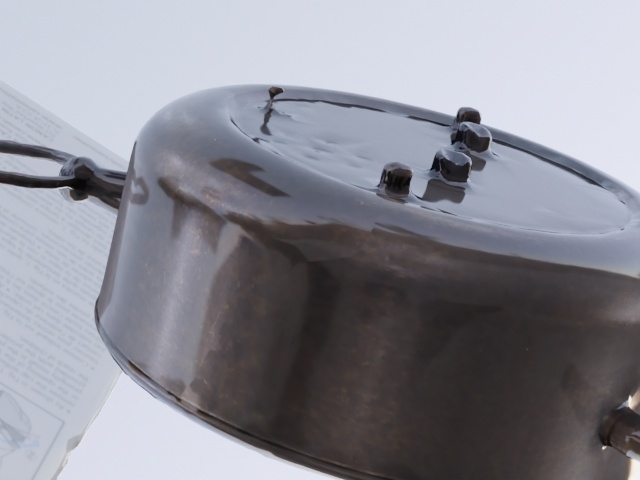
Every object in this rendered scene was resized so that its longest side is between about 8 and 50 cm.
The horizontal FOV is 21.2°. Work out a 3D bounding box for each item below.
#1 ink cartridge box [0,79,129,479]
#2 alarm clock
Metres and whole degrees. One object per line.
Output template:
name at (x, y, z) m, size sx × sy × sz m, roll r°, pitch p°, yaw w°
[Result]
ink cartridge box at (-0.260, 0.022, 0.963) m, size 0.308 × 0.385 × 0.091 m, roll 33°, pitch -56°, yaw -8°
alarm clock at (0.000, 0.000, 0.386) m, size 0.192 × 0.129 × 0.064 m, roll 14°, pitch -74°, yaw 10°
